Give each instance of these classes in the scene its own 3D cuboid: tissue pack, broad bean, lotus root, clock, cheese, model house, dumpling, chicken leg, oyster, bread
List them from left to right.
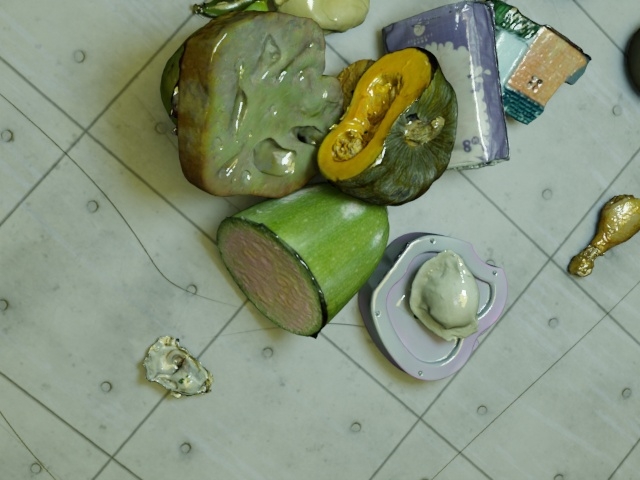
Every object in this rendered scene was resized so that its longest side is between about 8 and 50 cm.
[{"bbox_3d":[-0.308,0.289,1.638,0.165,0.053,0.108,40,58,-3],"label":"oyster"},{"bbox_3d":[-0.150,-0.535,1.631,0.254,0.046,0.065,-30,86,-8],"label":"broad bean"},{"bbox_3d":[-0.118,-0.244,1.430,0.375,0.111,0.390,-50,139,-13],"label":"lotus root"},{"bbox_3d":[0.001,-0.547,1.615,0.226,0.117,0.214,-16,100,-36],"label":"cheese"},{"bbox_3d":[0.078,-0.283,1.635,0.143,0.139,0.229,20,95,-40],"label":"bread"},{"bbox_3d":[0.260,0.148,1.728,0.338,0.102,0.338,-1,94,-12],"label":"clock"},{"bbox_3d":[0.265,0.122,1.629,0.155,0.111,0.181,-18,72,17],"label":"dumpling"},{"bbox_3d":[0.269,-0.318,1.632,0.125,0.242,0.344,-13,97,-44],"label":"tissue pack"},{"bbox_3d":[0.415,-0.371,1.715,0.253,0.184,0.291,29,100,-18],"label":"model house"},{"bbox_3d":[0.695,-0.011,1.824,0.107,0.087,0.251,39,91,0],"label":"chicken leg"}]

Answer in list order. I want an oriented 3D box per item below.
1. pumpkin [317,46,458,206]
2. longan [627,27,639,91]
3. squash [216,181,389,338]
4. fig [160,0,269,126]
[{"bbox_3d":[0.171,-0.196,1.495,0.232,0.242,0.325,37,81,-37],"label":"pumpkin"},{"bbox_3d":[0.823,-0.425,1.774,0.196,0.196,0.220,-14,93,-11],"label":"longan"},{"bbox_3d":[-0.008,-0.008,1.600,0.309,0.310,0.310,-43,101,-30],"label":"squash"},{"bbox_3d":[-0.204,-0.366,1.540,0.233,0.233,0.314,6,94,-12],"label":"fig"}]
